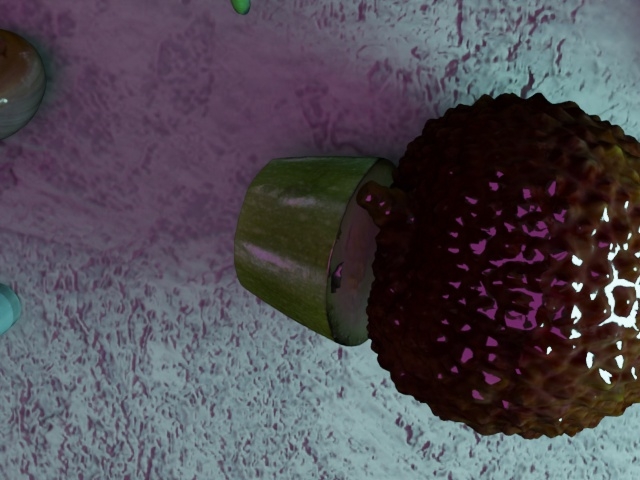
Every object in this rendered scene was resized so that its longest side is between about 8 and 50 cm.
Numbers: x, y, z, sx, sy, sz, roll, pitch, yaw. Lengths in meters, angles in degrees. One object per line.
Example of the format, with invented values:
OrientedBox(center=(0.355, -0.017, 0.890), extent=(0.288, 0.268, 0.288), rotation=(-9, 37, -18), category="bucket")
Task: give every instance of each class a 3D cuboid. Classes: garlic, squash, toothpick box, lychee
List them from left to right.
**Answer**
OrientedBox(center=(-0.357, -0.175, 0.998), extent=(0.207, 0.257, 0.207), rotation=(2, 66, -6), category="garlic")
OrientedBox(center=(-0.335, 0.078, 1.125), extent=(0.052, 0.083, 0.052), rotation=(3, 107, 9), category="toothpick box")
OrientedBox(center=(0.000, 0.000, 1.008), extent=(0.122, 0.170, 0.170), rotation=(15, 109, 17), category="squash")
OrientedBox(center=(0.163, 0.020, 0.927), extent=(0.304, 0.276, 0.276), rotation=(22, 110, -14), category="lychee")

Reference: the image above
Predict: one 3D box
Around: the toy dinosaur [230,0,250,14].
OrientedBox(center=(0.189, -0.326, 0.903), extent=(0.374, 0.144, 0.500), rotation=(20, 128, -24), category="toy dinosaur")
